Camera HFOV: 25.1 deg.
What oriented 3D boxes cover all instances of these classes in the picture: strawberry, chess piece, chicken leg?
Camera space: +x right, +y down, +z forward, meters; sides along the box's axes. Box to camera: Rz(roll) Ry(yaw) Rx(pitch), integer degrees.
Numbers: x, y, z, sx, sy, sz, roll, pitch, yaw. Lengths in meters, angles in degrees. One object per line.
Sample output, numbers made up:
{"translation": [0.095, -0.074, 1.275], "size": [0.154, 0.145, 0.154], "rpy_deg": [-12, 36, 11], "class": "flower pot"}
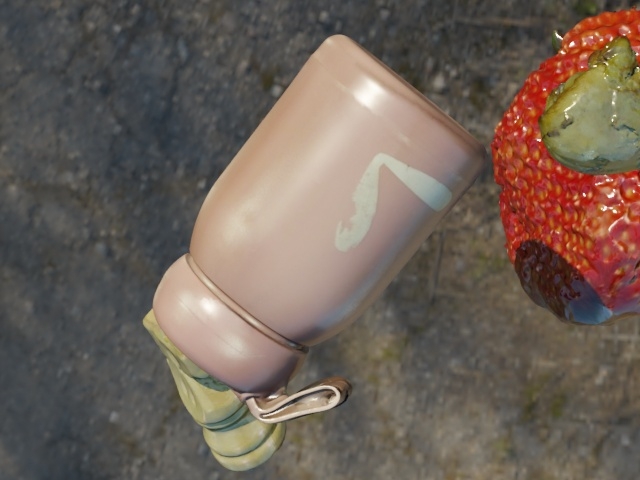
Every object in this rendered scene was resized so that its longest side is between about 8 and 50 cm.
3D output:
{"translation": [0.318, -0.058, 1.570], "size": [0.267, 0.351, 0.312], "rpy_deg": [19, 144, -13], "class": "strawberry"}
{"translation": [-0.115, 0.150, 1.498], "size": [0.090, 0.090, 0.200], "rpy_deg": [-11, 134, 23], "class": "chess piece"}
{"translation": [0.226, -0.088, 0.935], "size": [0.178, 0.070, 0.093], "rpy_deg": [-1, 112, -11], "class": "chicken leg"}

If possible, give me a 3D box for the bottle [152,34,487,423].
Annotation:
{"translation": [0.000, 0.000, 1.206], "size": [0.206, 0.173, 0.297], "rpy_deg": [41, 97, 11], "class": "bottle"}
